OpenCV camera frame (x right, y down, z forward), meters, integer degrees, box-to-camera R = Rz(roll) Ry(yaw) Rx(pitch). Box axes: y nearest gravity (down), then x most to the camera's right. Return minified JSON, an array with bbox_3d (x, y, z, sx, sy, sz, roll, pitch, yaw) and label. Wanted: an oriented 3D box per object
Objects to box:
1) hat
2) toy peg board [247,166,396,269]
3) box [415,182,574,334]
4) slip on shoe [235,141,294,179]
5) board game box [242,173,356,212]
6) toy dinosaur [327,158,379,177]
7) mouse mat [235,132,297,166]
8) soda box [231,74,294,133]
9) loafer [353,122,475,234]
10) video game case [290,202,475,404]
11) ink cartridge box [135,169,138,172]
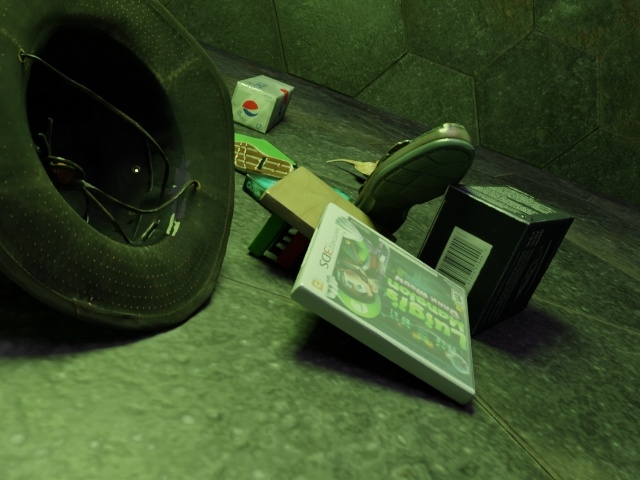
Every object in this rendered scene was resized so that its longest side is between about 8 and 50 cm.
[{"bbox_3d":[-0.207,-0.079,0.499,0.134,0.331,0.331,-14,3,28],"label":"hat"},{"bbox_3d":[0.000,0.000,0.701,0.161,0.079,0.161,38,22,0],"label":"toy peg board"},{"bbox_3d":[0.223,0.016,0.745,0.108,0.153,0.207,32,21,30],"label":"box"},{"bbox_3d":[-0.100,-0.124,0.954,0.135,0.051,0.041,20,-22,21],"label":"slip on shoe"},{"bbox_3d":[-0.011,-0.057,0.885,0.186,0.026,0.126,2,27,-43],"label":"board game box"},{"bbox_3d":[0.102,-0.148,1.203,0.093,0.053,0.183,0,29,-43],"label":"toy dinosaur"},{"bbox_3d":[-0.153,-0.185,1.108,0.190,0.007,0.152,5,25,-36],"label":"mouse mat"},{"bbox_3d":[-0.139,-0.338,1.399,0.098,0.091,0.286,21,20,-1],"label":"soda box"},{"bbox_3d":[0.103,-0.086,0.752,0.096,0.267,0.084,10,65,-18],"label":"loafer"},{"bbox_3d":[0.071,0.053,0.575,0.190,0.022,0.173,33,30,-8],"label":"video game case"},{"bbox_3d":[-0.295,-0.114,0.704,0.189,0.066,0.232,8,28,-33],"label":"ink cartridge box"}]
